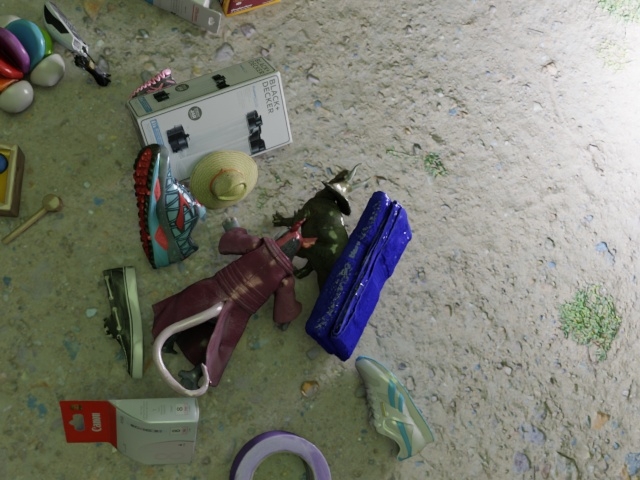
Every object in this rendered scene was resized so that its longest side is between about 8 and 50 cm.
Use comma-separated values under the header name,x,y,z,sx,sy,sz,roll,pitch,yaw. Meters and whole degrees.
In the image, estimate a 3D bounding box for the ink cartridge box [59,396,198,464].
name,x,y,z,sx,sy,sz,roll,pitch,yaw
ink cartridge box,-0.343,0.348,1.327,0.233,0.189,0.066,-2,53,-15

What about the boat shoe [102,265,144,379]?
name,x,y,z,sx,sy,sz,roll,pitch,yaw
boat shoe,-0.377,0.159,1.406,0.070,0.078,0.219,-7,75,-15

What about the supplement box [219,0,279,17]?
name,x,y,z,sx,sy,sz,roll,pitch,yaw
supplement box,-0.162,-0.599,1.504,0.129,0.191,0.194,-22,87,-15

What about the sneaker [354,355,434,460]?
name,x,y,z,sx,sy,sz,roll,pitch,yaw
sneaker,0.133,0.337,1.489,0.092,0.087,0.228,-34,88,-13

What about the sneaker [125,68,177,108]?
name,x,y,z,sx,sy,sz,roll,pitch,yaw
sneaker,-0.341,-0.296,1.498,0.119,0.047,0.057,-40,103,-14

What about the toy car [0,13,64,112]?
name,x,y,z,sx,sy,sz,roll,pitch,yaw
toy car,-0.591,-0.348,1.396,0.159,0.136,0.182,46,75,-3

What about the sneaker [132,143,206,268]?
name,x,y,z,sx,sy,sz,roll,pitch,yaw
sneaker,-0.285,-0.073,1.407,0.125,0.104,0.261,-14,130,-25

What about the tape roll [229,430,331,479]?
name,x,y,z,sx,sy,sz,roll,pitch,yaw
tape roll,-0.079,0.468,1.423,0.189,0.080,0.188,2,81,-13

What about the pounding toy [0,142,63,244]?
name,x,y,z,sx,sy,sz,roll,pitch,yaw
pounding toy,-0.595,-0.087,1.378,0.206,0.094,0.180,5,81,-12

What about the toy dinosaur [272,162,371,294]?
name,x,y,z,sx,sy,sz,roll,pitch,yaw
toy dinosaur,0.000,0.000,1.465,0.121,0.160,0.313,14,75,-52

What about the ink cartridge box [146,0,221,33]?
name,x,y,z,sx,sy,sz,roll,pitch,yaw
ink cartridge box,-0.280,-0.505,1.508,0.180,0.104,0.060,23,78,-9

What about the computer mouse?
name,x,y,z,sx,sy,sz,roll,pitch,yaw
computer mouse,-0.496,-0.391,1.458,0.042,0.106,0.193,-39,79,5

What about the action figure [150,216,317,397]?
name,x,y,z,sx,sy,sz,roll,pitch,yaw
action figure,-0.164,0.085,1.372,0.370,0.276,0.248,-44,84,-1

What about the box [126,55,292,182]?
name,x,y,z,sx,sy,sz,roll,pitch,yaw
box,-0.212,-0.233,1.448,0.290,0.087,0.169,-22,130,-16

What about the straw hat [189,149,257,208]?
name,x,y,z,sx,sy,sz,roll,pitch,yaw
straw hat,-0.181,-0.107,1.455,0.145,0.061,0.144,-16,130,-20

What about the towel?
name,x,y,z,sx,sy,sz,roll,pitch,yaw
towel,0.089,0.080,1.448,0.076,0.227,0.308,22,76,24
